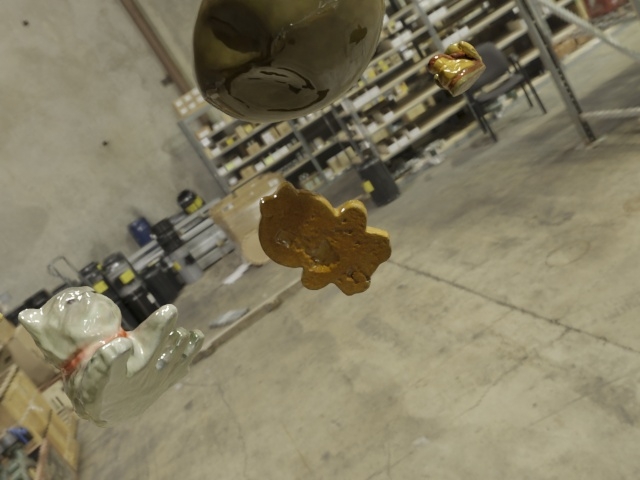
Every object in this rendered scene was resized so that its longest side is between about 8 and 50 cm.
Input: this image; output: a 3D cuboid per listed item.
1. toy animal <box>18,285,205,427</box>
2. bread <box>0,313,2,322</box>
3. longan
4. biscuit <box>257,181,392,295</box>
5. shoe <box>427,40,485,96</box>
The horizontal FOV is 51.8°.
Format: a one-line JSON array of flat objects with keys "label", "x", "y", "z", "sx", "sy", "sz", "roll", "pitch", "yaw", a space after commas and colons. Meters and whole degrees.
[{"label": "toy animal", "x": -0.322, "y": 0.167, "z": 1.046, "sx": 0.308, "sy": 0.188, "sz": 0.266, "roll": -45, "pitch": -25, "yaw": -60}, {"label": "bread", "x": -0.604, "y": 0.083, "z": 0.768, "sx": 0.165, "sy": 0.375, "sz": 0.236, "roll": -18, "pitch": 38, "yaw": 52}, {"label": "longan", "x": -0.058, "y": -0.338, "z": 1.067, "sx": 0.350, "sy": 0.288, "sz": 0.288, "roll": -30, "pitch": 14, "yaw": 30}, {"label": "biscuit", "x": -0.001, "y": -0.001, "z": 1.139, "sx": 0.184, "sy": 0.249, "sz": 0.035, "roll": -60, "pitch": 17, "yaw": 20}, {"label": "shoe", "x": 0.203, "y": -0.259, "z": 0.974, "sx": 0.109, "sy": 0.069, "sz": 0.072, "roll": -48, "pitch": -3, "yaw": -32}]
